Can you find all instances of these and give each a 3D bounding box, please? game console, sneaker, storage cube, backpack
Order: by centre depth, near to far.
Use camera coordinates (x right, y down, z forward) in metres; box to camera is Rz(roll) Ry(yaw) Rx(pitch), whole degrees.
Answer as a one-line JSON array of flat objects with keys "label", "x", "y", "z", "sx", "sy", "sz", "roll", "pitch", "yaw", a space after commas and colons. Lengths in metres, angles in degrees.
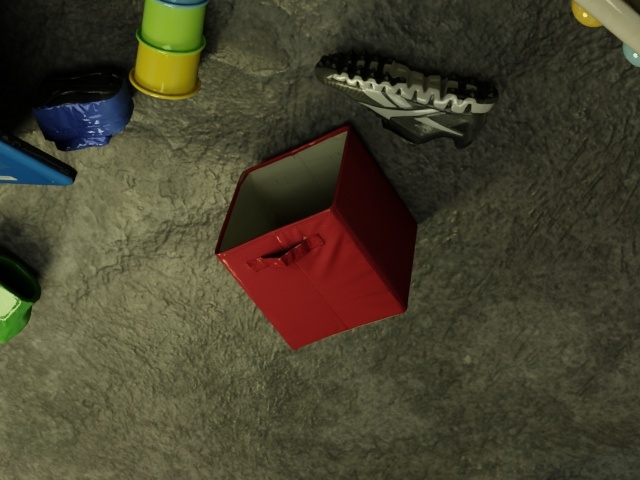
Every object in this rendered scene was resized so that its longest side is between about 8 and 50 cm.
[{"label": "sneaker", "x": 0.102, "y": -0.171, "z": 1.468, "sx": 0.234, "sy": 0.078, "sz": 0.106, "roll": 13, "pitch": 124, "yaw": 2}, {"label": "storage cube", "x": 0.000, "y": 0.000, "z": 1.533, "sx": 0.184, "sy": 0.215, "sz": 0.193, "roll": -22, "pitch": 123, "yaw": 25}, {"label": "game console", "x": -0.474, "y": -0.199, "z": 1.546, "sx": 0.293, "sy": 0.173, "sz": 0.250, "roll": 6, "pitch": 162, "yaw": 45}, {"label": "backpack", "x": -0.312, "y": -0.179, "z": 1.553, "sx": 0.120, "sy": 0.098, "sz": 0.101, "roll": -11, "pitch": 132, "yaw": 6}]

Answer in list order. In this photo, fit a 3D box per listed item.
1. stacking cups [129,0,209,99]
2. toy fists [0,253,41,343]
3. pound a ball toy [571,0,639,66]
[{"label": "stacking cups", "x": -0.166, "y": -0.331, "z": 1.418, "sx": 0.096, "sy": 0.096, "sz": 0.316, "roll": 18, "pitch": 124, "yaw": 1}, {"label": "toy fists", "x": -0.566, "y": 0.045, "z": 1.771, "sx": 0.279, "sy": 0.096, "sz": 0.142, "roll": 42, "pitch": 116, "yaw": -14}, {"label": "pound a ball toy", "x": 0.312, "y": -0.287, "z": 1.257, "sx": 0.319, "sy": 0.208, "sz": 0.136, "roll": 35, "pitch": 124, "yaw": -13}]
